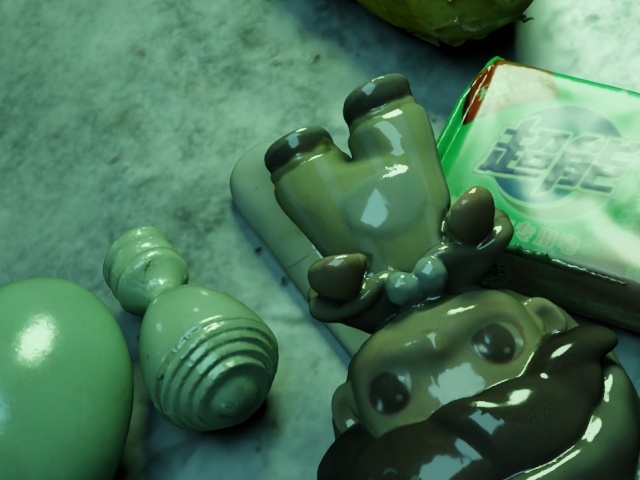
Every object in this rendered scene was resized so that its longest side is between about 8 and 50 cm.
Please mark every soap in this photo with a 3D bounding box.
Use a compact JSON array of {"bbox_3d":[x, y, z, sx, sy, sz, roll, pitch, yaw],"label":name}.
[{"bbox_3d":[0.218,-0.028,1.370,0.273,0.098,0.218,18,64,25],"label":"soap"}]

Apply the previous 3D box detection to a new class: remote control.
[{"bbox_3d":[0.000,0.000,1.463,0.073,0.044,0.229,-35,56,-4],"label":"remote control"}]

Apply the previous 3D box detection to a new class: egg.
[{"bbox_3d":[-0.228,0.134,1.398,0.168,0.168,0.231,8,61,23],"label":"egg"}]

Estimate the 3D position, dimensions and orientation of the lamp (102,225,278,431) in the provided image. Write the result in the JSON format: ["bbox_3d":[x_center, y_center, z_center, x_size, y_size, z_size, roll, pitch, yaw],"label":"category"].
[{"bbox_3d":[-0.104,0.068,1.437,0.106,0.106,0.193,-37,46,-3],"label":"lamp"}]

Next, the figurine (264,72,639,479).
[{"bbox_3d":[0.082,0.083,1.266,0.248,0.203,0.380,-24,79,0],"label":"figurine"}]

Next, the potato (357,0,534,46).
[{"bbox_3d":[0.070,-0.270,1.530,0.173,0.140,0.300,-49,52,-2],"label":"potato"}]
